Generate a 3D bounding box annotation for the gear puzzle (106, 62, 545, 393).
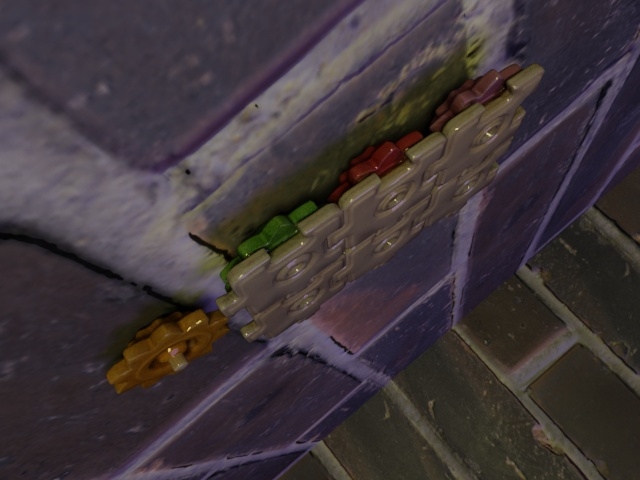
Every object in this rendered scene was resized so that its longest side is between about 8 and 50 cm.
[{"bbox_3d":[0.000,0.000,0.422,0.339,0.044,0.175,-35,161,-9],"label":"gear puzzle"}]
